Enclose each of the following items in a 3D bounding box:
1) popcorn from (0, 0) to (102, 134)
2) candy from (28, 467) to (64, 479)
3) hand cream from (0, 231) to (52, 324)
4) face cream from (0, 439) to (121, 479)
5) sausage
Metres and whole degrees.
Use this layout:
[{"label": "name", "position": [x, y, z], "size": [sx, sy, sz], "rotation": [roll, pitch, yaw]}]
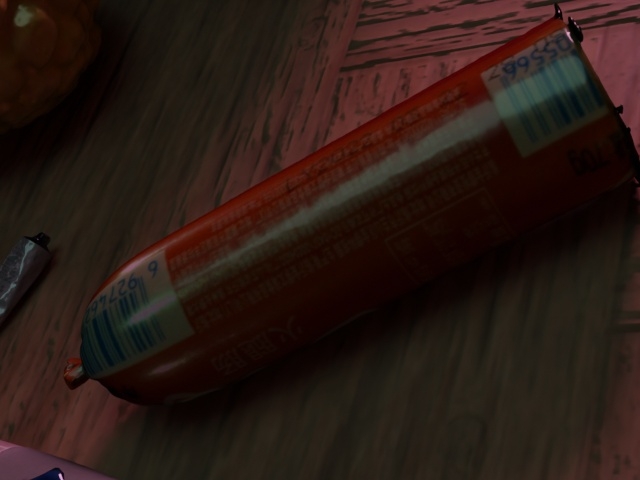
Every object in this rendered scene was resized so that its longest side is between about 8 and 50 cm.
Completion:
[{"label": "popcorn", "position": [-0.213, -0.138, 0.725], "size": [0.180, 0.180, 0.170], "rotation": [-64, 6, -27]}, {"label": "candy", "position": [-0.199, 0.231, 0.436], "size": [0.331, 0.077, 0.187], "rotation": [-34, 51, 20]}, {"label": "hand cream", "position": [-0.170, 0.035, 0.649], "size": [0.030, 0.019, 0.093], "rotation": [25, 77, 43]}, {"label": "face cream", "position": [-0.100, 0.131, 0.484], "size": [0.198, 0.057, 0.084], "rotation": [8, 62, 41]}, {"label": "sausage", "position": [0.000, 0.000, 0.517], "size": [0.264, 0.083, 0.083], "rotation": [-28, 43, 13]}]
